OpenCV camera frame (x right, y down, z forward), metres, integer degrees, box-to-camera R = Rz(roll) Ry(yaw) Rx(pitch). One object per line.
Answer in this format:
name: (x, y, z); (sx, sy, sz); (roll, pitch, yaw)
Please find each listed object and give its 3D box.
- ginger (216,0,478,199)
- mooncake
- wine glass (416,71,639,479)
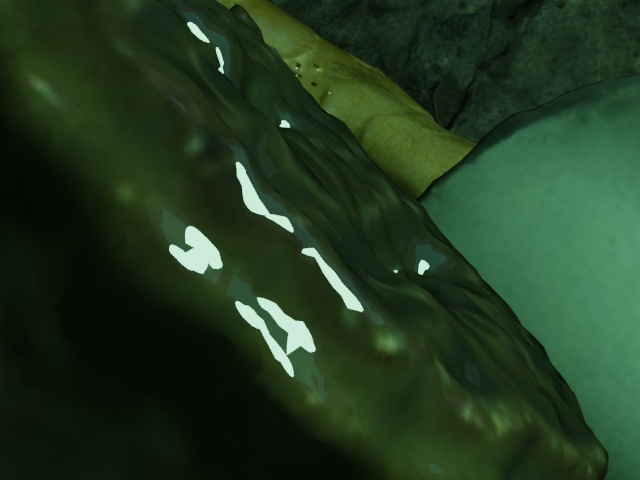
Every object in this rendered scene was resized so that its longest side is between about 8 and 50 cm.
ginger: (0.017, -0.070, 1.184); (0.348, 0.122, 0.363); (35, 1, -36)
mooncake: (-0.034, 0.016, 0.439); (0.228, 0.124, 0.228); (50, 8, -9)
wine glass: (0.182, 0.164, 0.610); (0.267, 0.267, 0.406); (45, 13, -47)
